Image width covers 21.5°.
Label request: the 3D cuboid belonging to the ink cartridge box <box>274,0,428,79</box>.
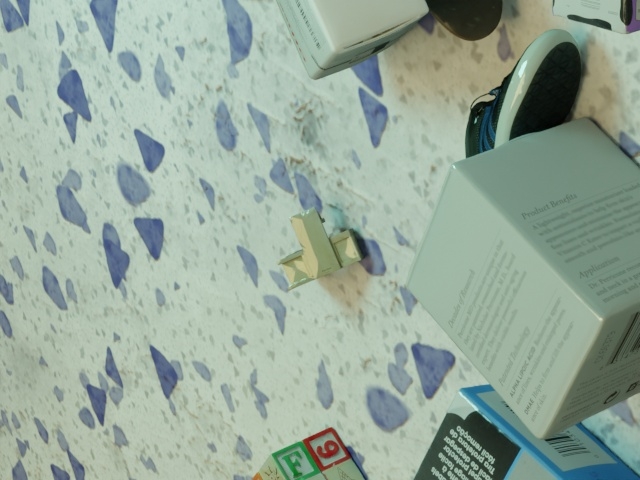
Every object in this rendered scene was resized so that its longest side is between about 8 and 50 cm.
[{"bbox_3d":[0.009,-0.234,1.445,0.218,0.092,0.158,173,73,-83],"label":"ink cartridge box"}]

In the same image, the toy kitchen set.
[{"bbox_3d":[0.000,0.000,1.720,0.083,0.075,0.068,-23,91,17],"label":"toy kitchen set"}]

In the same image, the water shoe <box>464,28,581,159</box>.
[{"bbox_3d":[0.154,-0.101,1.408,0.080,0.073,0.203,48,140,34],"label":"water shoe"}]

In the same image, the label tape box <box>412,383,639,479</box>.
[{"bbox_3d":[0.165,0.337,1.490,0.249,0.115,0.347,41,115,36],"label":"label tape box"}]

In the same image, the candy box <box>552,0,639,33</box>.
[{"bbox_3d":[0.236,-0.254,1.125,0.070,0.165,0.196,24,126,47],"label":"candy box"}]

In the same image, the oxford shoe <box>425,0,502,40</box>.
[{"bbox_3d":[0.091,-0.252,1.438,0.212,0.076,0.076,62,170,19],"label":"oxford shoe"}]

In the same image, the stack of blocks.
[{"bbox_3d":[-0.027,0.361,1.893,0.171,0.087,0.297,57,144,19],"label":"stack of blocks"}]

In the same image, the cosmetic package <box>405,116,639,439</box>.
[{"bbox_3d":[0.194,0.027,1.345,0.183,0.151,0.151,50,142,29],"label":"cosmetic package"}]
